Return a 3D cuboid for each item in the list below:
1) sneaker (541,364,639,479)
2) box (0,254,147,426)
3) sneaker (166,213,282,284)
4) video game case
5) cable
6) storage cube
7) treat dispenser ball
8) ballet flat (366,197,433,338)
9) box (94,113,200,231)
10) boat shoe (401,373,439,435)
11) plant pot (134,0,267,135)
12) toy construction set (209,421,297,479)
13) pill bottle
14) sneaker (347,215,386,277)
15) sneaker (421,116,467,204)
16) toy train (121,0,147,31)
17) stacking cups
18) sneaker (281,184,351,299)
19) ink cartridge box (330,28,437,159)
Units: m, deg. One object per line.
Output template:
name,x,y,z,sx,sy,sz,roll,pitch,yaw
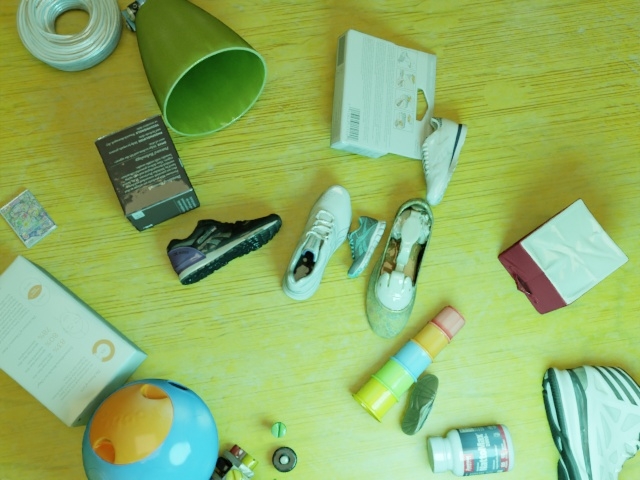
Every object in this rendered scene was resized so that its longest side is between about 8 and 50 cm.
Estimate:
sneaker,0.672,0.497,1.808,0.258,0.169,0.447,-6,77,-1
box,-0.603,0.230,1.819,0.345,0.168,0.215,39,80,6
sneaker,-0.234,-0.015,1.915,0.283,0.107,0.124,-28,75,-7
video game case,-0.712,-0.053,1.951,0.087,0.011,0.122,-39,83,-9
cable,-0.631,-0.553,2.014,0.257,0.089,0.257,40,81,5
storage cube,0.563,0.044,1.882,0.215,0.193,0.183,-34,82,-9
treat dispenser ball,-0.363,0.442,1.725,0.288,0.288,0.288,0,79,-2
ballet flat,0.191,0.059,1.906,0.123,0.123,0.348,17,79,2
box,-0.407,-0.157,1.901,0.167,0.168,0.203,-24,81,-7
boat shoe,0.234,0.385,1.877,0.056,0.049,0.152,26,83,22
plant pot,-0.320,-0.452,1.937,0.275,0.274,0.293,-32,66,-8
toy construction set,-0.173,0.574,1.730,0.309,0.237,0.257,-24,81,-6
pill bottle,0.341,0.483,1.832,0.180,0.108,0.107,-6,79,-3
sneaker,0.094,0.012,1.942,0.076,0.065,0.166,26,70,5
sneaker,0.287,-0.195,1.975,0.095,0.090,0.235,19,67,-1
toy train,-0.414,-0.596,2.019,0.184,0.105,0.080,-34,82,-8
stacking cups,0.215,0.280,1.872,0.096,0.096,0.316,44,81,6
sneaker,0.000,0.000,1.904,0.111,0.129,0.297,21,78,3
ink cartridge box,0.160,-0.353,2.012,0.261,0.066,0.296,10,78,-26
